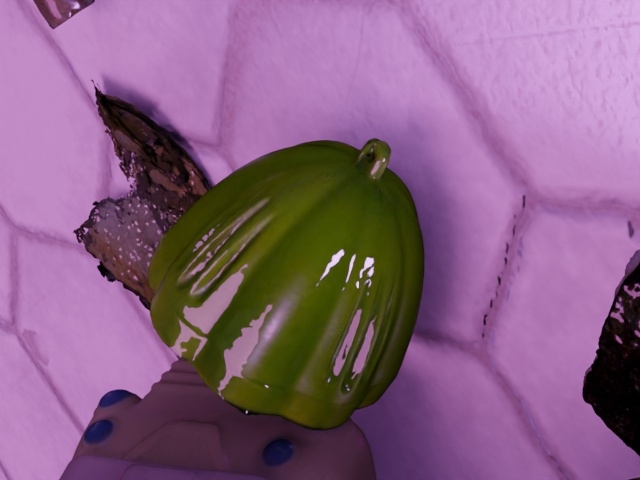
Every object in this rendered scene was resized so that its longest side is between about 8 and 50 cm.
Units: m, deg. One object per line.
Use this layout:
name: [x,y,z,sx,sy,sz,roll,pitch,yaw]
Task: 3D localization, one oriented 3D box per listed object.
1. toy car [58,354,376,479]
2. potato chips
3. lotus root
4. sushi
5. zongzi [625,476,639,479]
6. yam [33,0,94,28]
toy car: [-0.031,0.235,1.137,0.242,0.226,0.336,1,135,30]
potato chips: [-0.139,-0.020,1.208,0.202,0.029,0.220,29,139,35]
lotus root: [0.000,0.000,0.952,0.186,0.186,0.186,31,138,33]
sushi: [0.194,0.056,0.798,0.078,0.090,0.150,36,138,22]
zongzi: [0.167,0.272,0.695,0.174,0.393,0.356,47,140,-19]
yam: [-0.238,-0.289,1.087,0.061,0.061,0.274,-10,109,54]
